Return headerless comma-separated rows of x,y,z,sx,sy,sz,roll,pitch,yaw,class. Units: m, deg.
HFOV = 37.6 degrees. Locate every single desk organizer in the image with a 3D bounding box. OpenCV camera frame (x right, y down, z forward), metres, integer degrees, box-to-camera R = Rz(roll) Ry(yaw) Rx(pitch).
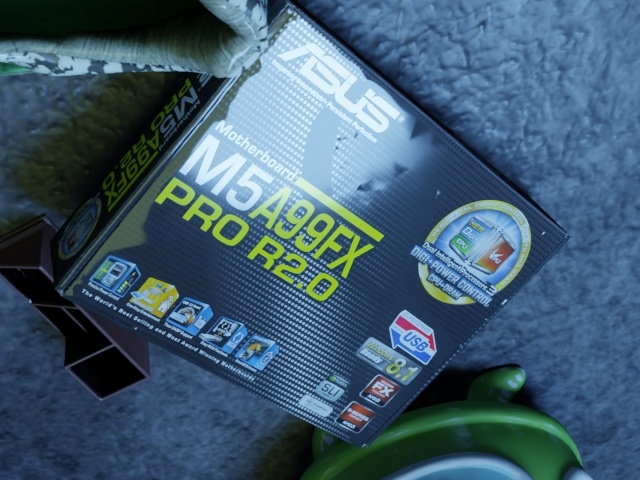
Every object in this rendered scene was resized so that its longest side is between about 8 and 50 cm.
-0.169,0.050,0.644,0.047,0.050,0.130,-26,130,10,desk organizer

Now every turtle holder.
0.079,0.263,0.761,0.320,0.227,0.243,1,130,-14,turtle holder

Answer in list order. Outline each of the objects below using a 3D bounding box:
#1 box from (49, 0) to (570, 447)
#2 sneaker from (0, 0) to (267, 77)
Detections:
0.000,0.000,0.608,0.270,0.060,0.216,34,105,-33,box
-0.200,-0.130,0.399,0.411,0.182,0.158,-4,130,-9,sneaker
